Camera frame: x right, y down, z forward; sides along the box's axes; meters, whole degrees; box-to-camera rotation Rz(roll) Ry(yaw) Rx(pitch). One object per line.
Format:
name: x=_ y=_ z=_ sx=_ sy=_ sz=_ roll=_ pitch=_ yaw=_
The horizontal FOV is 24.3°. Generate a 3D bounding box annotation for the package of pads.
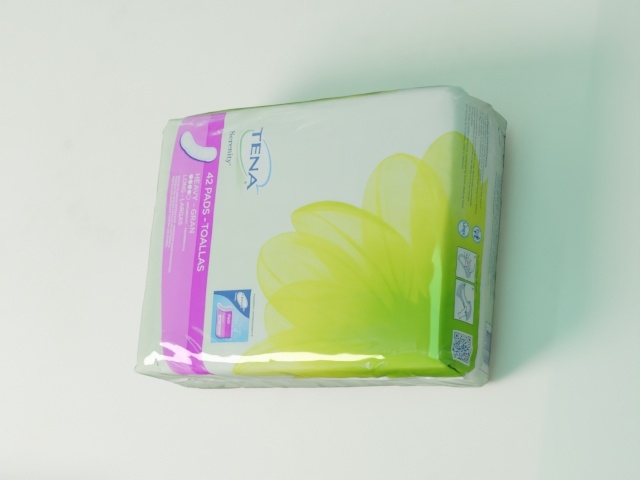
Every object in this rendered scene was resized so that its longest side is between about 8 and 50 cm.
package of pads: x=0.000 y=0.000 z=1.194 sx=0.296 sy=0.101 sz=0.229 roll=-3 pitch=74 yaw=30
